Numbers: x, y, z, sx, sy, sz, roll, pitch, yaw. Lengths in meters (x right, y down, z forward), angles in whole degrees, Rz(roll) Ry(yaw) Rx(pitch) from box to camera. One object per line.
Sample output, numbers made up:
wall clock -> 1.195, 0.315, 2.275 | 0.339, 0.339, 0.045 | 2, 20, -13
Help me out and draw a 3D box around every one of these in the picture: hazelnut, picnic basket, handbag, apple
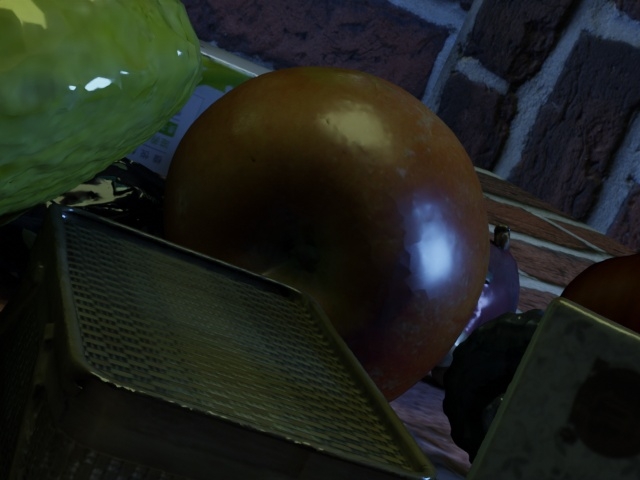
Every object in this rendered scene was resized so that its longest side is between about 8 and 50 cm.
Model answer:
hazelnut -> 0.312, 0.121, 1.313 | 0.208, 0.208, 0.208 | 24, 11, -5
picnic basket -> -0.073, 0.098, 0.620 | 0.165, 0.139, 0.266 | 21, 11, -19
handbag -> -0.188, -0.025, 1.040 | 0.162, 0.113, 0.260 | 31, 11, 9
apple -> 0.000, 0.000, 0.959 | 0.253, 0.253, 0.253 | 24, 11, -5

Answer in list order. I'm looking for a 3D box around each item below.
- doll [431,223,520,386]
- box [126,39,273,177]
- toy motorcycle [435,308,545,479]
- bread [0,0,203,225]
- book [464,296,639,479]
doll -> 0.049, 0.028, 1.208 | 0.256, 0.196, 0.152 | 33, 50, 19
box -> -0.178, -0.106, 1.226 | 0.260, 0.194, 0.111 | 20, 11, -17
toy motorcycle -> 0.169, 0.193, 0.689 | 0.327, 0.188, 0.143 | 44, 26, 18
bread -> -0.255, -0.136, 0.671 | 0.307, 0.348, 0.348 | 70, 17, 2
book -> 0.199, 0.187, 0.589 | 0.310, 0.217, 0.021 | 25, 0, 5
